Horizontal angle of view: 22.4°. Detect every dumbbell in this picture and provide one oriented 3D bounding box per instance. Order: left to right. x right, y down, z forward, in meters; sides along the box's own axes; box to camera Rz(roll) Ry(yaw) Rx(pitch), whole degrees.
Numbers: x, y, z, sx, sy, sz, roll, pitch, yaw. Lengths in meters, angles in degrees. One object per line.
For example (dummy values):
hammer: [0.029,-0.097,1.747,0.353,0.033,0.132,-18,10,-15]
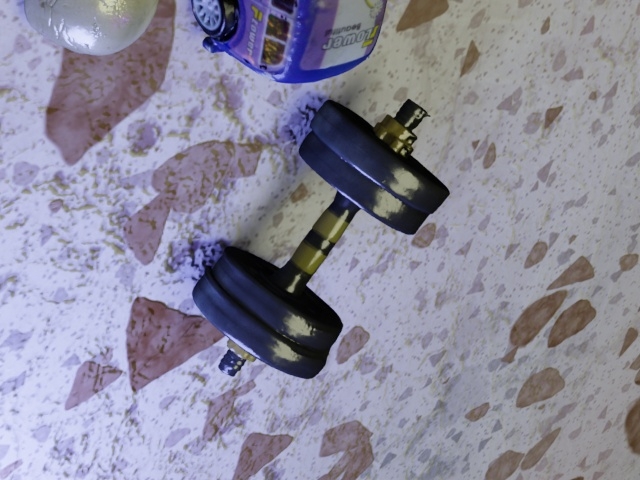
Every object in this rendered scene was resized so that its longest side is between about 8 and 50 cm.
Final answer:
dumbbell: [0.000,0.000,1.888,0.388,0.185,0.185,-53,145,9]

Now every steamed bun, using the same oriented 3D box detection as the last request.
steamed bun: [-0.207,-0.226,1.519,0.130,0.091,0.112,-17,137,-38]

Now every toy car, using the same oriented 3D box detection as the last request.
toy car: [-0.014,-0.274,1.624,0.172,0.158,0.235,-22,138,-34]
